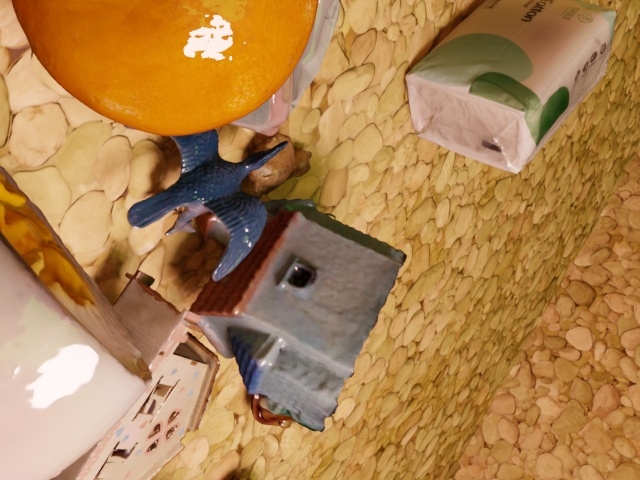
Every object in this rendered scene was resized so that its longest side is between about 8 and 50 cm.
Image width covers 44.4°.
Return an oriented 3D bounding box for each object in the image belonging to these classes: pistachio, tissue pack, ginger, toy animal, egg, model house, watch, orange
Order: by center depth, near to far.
[{"bbox_3d":[-0.382,0.103,0.704,0.339,0.354,0.355,-39,144,-9],"label":"egg"},{"bbox_3d":[-0.151,-0.262,0.783,0.312,0.312,0.312,-35,139,-37],"label":"orange"},{"bbox_3d":[-0.155,-0.081,1.056,0.176,0.239,0.255,-35,-177,27],"label":"toy animal"},{"bbox_3d":[-0.066,-0.297,1.056,0.241,0.161,0.254,-49,151,-44],"label":"watch"},{"bbox_3d":[-0.276,0.219,1.121,0.326,0.169,0.244,-58,155,-5],"label":"model house"},{"bbox_3d":[-0.077,0.082,1.191,0.295,0.329,0.252,-60,180,-30],"label":"model house"},{"bbox_3d":[-0.063,-0.130,1.245,0.165,0.067,0.096,-36,142,-56],"label":"ginger"},{"bbox_3d":[-0.062,0.279,1.494,0.165,0.130,0.210,-43,135,-24],"label":"pistachio"},{"bbox_3d":[0.372,-0.326,1.535,0.356,0.266,0.194,-46,145,-26],"label":"tissue pack"}]

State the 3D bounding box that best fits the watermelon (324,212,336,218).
[{"bbox_3d":[-0.004,0.005,1.401,0.109,0.109,0.109,-35,139,-37],"label":"watermelon"}]

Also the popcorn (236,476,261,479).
[{"bbox_3d":[-0.156,0.565,1.549,0.187,0.167,0.185,-28,174,6],"label":"popcorn"}]
